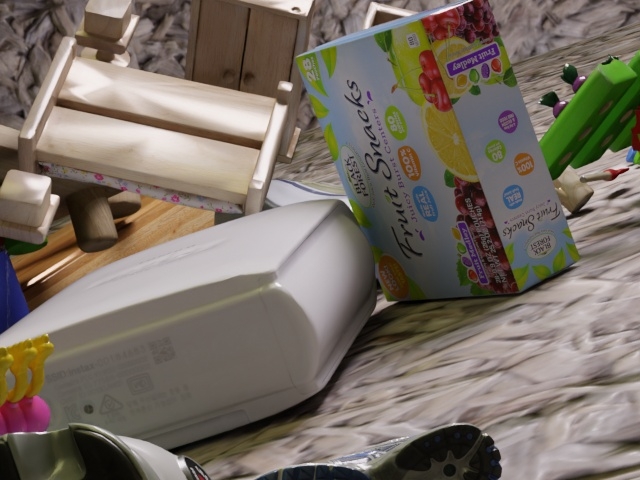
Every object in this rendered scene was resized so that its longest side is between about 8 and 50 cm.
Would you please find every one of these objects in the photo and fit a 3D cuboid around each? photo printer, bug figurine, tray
[{"bbox_3d":[-0.093,0.061,1.359,0.256,0.107,0.307,-18,8,14],"label":"photo printer"},{"bbox_3d":[-0.272,0.129,1.101,0.279,0.072,0.216,-21,-2,41],"label":"bug figurine"},{"bbox_3d":[-0.263,0.049,1.858,0.203,0.076,0.411,-17,14,41],"label":"tray"}]

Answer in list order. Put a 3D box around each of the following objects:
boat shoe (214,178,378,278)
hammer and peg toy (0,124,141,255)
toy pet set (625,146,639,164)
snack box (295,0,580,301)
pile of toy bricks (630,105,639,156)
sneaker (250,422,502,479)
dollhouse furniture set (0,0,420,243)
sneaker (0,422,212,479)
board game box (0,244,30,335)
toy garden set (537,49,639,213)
[{"bbox_3d":[0.000,0.000,1.675,0.094,0.109,0.302,-4,7,-28],"label":"boat shoe"},{"bbox_3d":[-0.311,-0.019,1.686,0.266,0.127,0.361,-21,-15,19],"label":"hammer and peg toy"},{"bbox_3d":[0.332,-0.107,1.677,0.065,0.114,0.122,21,5,-6],"label":"toy pet set"},{"bbox_3d":[0.083,-0.062,1.402,0.070,0.207,0.174,-24,9,-30],"label":"snack box"},{"bbox_3d":[0.314,-0.089,1.384,0.118,0.105,0.212,-22,8,-18],"label":"pile of toy bricks"},{"bbox_3d":[0.017,0.122,0.891,0.135,0.052,0.058,-13,-3,-6],"label":"sneaker"},{"bbox_3d":[-0.081,-0.052,1.589,0.303,0.174,0.355,13,43,3],"label":"dollhouse furniture set"},{"bbox_3d":[-0.190,0.175,0.855,0.330,0.122,0.146,-19,-11,15],"label":"sneaker"},{"bbox_3d":[-0.385,0.131,1.489,0.291,0.141,0.232,-18,7,10],"label":"board game box"},{"bbox_3d":[0.214,-0.087,1.511,0.244,0.049,0.204,-22,-27,-53],"label":"toy garden set"}]
